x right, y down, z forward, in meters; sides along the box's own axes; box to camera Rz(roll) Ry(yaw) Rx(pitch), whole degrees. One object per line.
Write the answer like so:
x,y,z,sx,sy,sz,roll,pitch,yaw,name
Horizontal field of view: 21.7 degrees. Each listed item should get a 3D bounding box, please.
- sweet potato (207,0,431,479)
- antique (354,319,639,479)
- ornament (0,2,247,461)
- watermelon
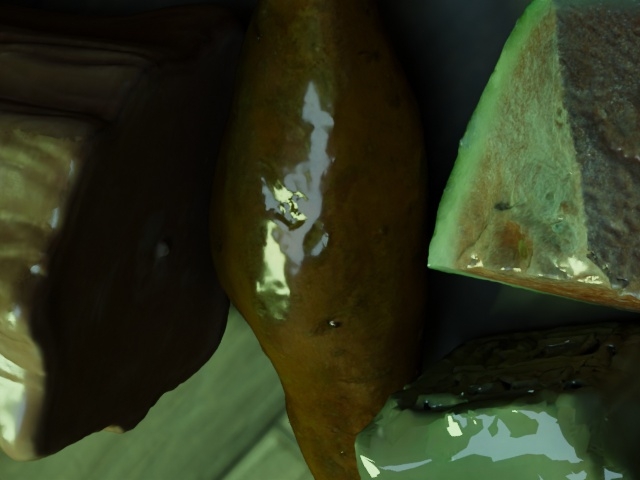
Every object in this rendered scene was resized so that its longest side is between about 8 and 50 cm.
0.000,-0.004,0.798,0.112,0.112,0.359,4,112,21,sweet potato
0.120,0.191,0.777,0.125,0.150,0.284,-9,96,26,antique
-0.168,-0.026,0.821,0.217,0.221,0.235,18,75,19,ornament
0.172,-0.037,0.734,0.231,0.128,0.146,10,86,4,watermelon
